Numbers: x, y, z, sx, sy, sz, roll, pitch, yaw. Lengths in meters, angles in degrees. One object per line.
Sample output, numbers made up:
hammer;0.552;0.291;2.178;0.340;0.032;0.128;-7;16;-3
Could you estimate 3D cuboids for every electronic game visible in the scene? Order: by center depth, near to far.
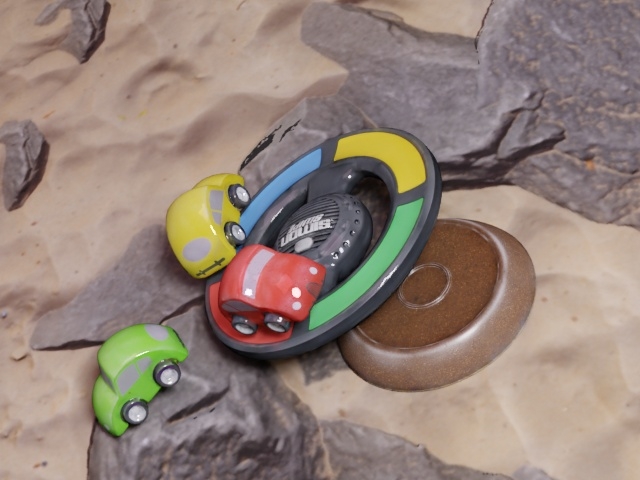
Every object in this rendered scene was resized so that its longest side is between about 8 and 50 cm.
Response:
electronic game;0.000;0.000;1.582;0.229;0.048;0.229;-27;37;23

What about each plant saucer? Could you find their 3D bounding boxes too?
plant saucer;0.086;0.043;1.543;0.168;0.029;0.168;-14;47;16

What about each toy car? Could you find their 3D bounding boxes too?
toy car;-0.116;0.058;1.575;0.225;0.053;0.239;-50;31;5
